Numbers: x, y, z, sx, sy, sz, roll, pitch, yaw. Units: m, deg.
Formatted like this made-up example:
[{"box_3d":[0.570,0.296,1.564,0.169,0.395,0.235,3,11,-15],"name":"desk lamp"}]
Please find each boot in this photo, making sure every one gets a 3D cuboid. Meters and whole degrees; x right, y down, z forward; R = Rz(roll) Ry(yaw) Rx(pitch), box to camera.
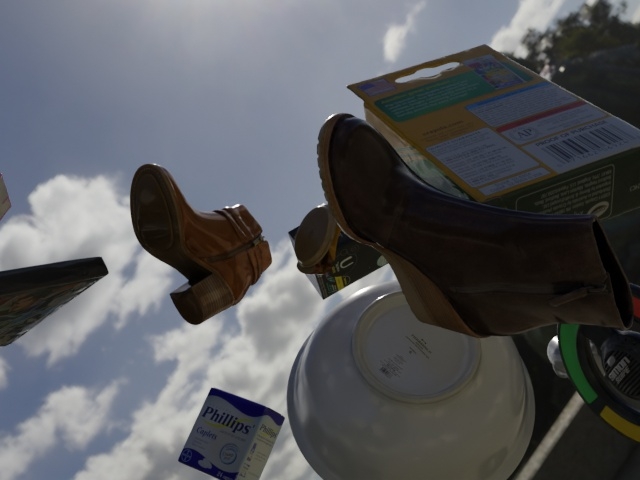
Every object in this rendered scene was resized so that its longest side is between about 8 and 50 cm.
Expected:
[{"box_3d":[0.129,-0.017,0.702,0.207,0.248,0.090,-5,40,42],"name":"boot"},{"box_3d":[-0.134,-0.016,0.993,0.152,0.073,0.197,-39,-61,-49],"name":"boot"}]

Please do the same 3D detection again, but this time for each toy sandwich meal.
[{"box_3d":[0.000,0.000,0.978,0.085,0.029,0.085,-36,43,42],"name":"toy sandwich meal"}]

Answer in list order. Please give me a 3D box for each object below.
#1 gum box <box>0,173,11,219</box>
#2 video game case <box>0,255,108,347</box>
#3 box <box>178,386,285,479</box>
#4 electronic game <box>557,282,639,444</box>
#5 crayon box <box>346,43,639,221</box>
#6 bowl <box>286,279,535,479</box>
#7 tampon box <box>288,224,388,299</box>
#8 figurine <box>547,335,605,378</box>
[{"box_3d":[-0.522,-0.027,1.179,0.188,0.107,0.062,-73,-13,-49],"name":"gum box"},{"box_3d":[-0.457,0.105,1.123,0.248,0.035,0.275,-32,-11,30],"name":"video game case"},{"box_3d":[-0.148,0.331,1.418,0.072,0.126,0.137,46,-118,-52],"name":"box"},{"box_3d":[0.383,0.154,1.039,0.048,0.229,0.229,-26,-25,-27],"name":"electronic game"},{"box_3d":[0.187,-0.112,0.957,0.203,0.323,0.083,-19,-54,-14],"name":"crayon box"},{"box_3d":[0.106,0.150,0.978,0.298,0.298,0.134,-49,-25,-29],"name":"bowl"},{"box_3d":[0.040,0.011,1.619,0.161,0.101,0.120,-29,-39,-10],"name":"tampon box"},{"box_3d":[0.466,0.157,1.523,0.209,0.092,0.215,-24,-67,-83],"name":"figurine"}]
